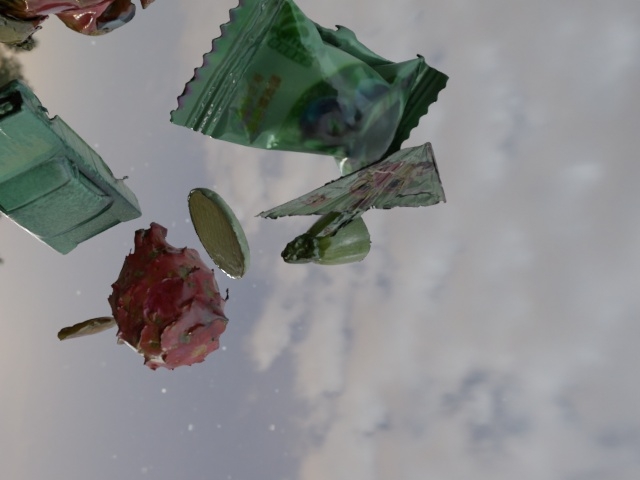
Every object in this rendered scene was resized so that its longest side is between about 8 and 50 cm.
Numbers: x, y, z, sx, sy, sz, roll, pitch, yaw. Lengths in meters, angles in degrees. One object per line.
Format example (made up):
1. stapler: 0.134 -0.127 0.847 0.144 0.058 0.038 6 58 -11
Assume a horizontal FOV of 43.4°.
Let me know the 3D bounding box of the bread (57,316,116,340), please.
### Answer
1. bread: -0.428 0.162 1.477 0.110 0.110 0.024 -29 -106 60

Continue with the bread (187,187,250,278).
1. bread: -0.258 -0.022 2.072 0.267 0.040 0.267 41 -32 34

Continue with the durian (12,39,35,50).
1. durian: -0.618 -0.476 1.444 0.166 0.306 0.172 -9 -152 47

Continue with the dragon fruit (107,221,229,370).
1. dragon fruit: -0.279 0.101 1.437 0.268 0.205 0.210 68 -28 14

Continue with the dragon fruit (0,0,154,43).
1. dragon fruit: -0.230 -0.287 0.649 0.269 0.291 0.250 -46 -109 16

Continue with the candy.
1. candy: -0.015 -0.237 1.295 0.172 0.398 0.262 43 -68 47

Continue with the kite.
1. kite: 0.066 -0.063 1.062 0.268 0.323 0.013 -44 -122 52

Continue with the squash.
1. squash: 0.003 0.006 1.305 0.105 0.132 0.105 19 -61 37

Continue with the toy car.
1. toy car: -0.339 -0.074 1.003 0.097 0.141 0.320 64 1 24
